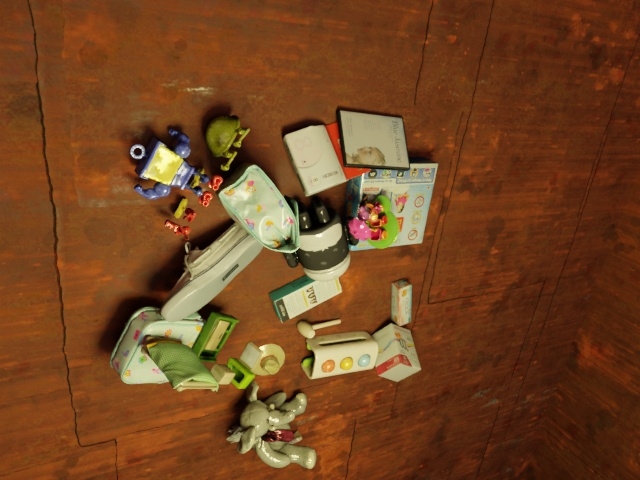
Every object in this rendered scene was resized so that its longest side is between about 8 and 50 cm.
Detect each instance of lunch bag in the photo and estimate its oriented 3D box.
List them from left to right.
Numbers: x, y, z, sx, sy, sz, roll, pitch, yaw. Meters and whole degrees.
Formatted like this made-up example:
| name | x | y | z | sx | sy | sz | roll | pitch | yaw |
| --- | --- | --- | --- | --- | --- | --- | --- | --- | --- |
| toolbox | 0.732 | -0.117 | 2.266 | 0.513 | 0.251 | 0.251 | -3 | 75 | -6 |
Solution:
| name | x | y | z | sx | sy | sz | roll | pitch | yaw |
| --- | --- | --- | --- | --- | --- | --- | --- | --- | --- |
| lunch bag | -0.467 | 0.309 | 1.461 | 0.279 | 0.107 | 0.224 | 18 | 99 | -56 |
| lunch bag | -0.160 | -0.085 | 1.370 | 0.160 | 0.223 | 0.262 | -43 | 106 | -4 |

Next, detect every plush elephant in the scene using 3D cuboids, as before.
| name | x | y | z | sx | sy | sz | roll | pitch | yaw |
| --- | --- | --- | --- | --- | --- | --- | --- | --- | --- |
| plush elephant | -0.183 | 0.648 | 1.721 | 0.329 | 0.272 | 0.255 | -2 | 143 | -3 |

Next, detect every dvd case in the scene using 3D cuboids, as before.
| name | x | y | z | sx | sy | sz | roll | pitch | yaw |
| --- | --- | --- | --- | --- | --- | --- | --- | --- | --- |
| dvd case | 0.171 | -0.313 | 1.536 | 0.252 | 0.022 | 0.181 | -2 | 79 | -30 |

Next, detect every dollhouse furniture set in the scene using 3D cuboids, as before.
| name | x | y | z | sx | sy | sz | roll | pitch | yaw |
| --- | --- | --- | --- | --- | --- | --- | --- | --- | --- |
| dollhouse furniture set | -0.320 | 0.306 | 1.375 | 0.151 | 0.197 | 0.301 | -60 | 148 | 1 |

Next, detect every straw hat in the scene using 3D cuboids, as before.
| name | x | y | z | sx | sy | sz | roll | pitch | yaw |
| --- | --- | --- | --- | --- | --- | --- | --- | --- | --- |
| straw hat | -0.181 | 0.449 | 1.753 | 0.144 | 0.061 | 0.145 | -12 | 119 | -23 |

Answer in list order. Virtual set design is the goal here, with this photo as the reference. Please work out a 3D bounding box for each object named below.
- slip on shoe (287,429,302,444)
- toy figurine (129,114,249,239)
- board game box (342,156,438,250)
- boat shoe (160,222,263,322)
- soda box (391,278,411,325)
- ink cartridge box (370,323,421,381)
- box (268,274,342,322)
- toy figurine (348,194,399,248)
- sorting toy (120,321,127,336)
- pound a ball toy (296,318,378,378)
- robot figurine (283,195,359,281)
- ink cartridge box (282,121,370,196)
| name | x | y | z | sx | sy | sz | roll | pitch | yaw |
| --- | --- | --- | --- | --- | --- | --- | --- | --- | --- |
| slip on shoe | -0.141 | 0.815 | 1.967 | 0.135 | 0.051 | 0.041 | -22 | 83 | -8 |
| toy figurine | -0.375 | -0.207 | 1.258 | 0.217 | 0.191 | 0.363 | 27 | 97 | -30 |
| board game box | 0.236 | -0.131 | 1.683 | 0.308 | 0.086 | 0.302 | -5 | 116 | -27 |
| boat shoe | -0.347 | 0.070 | 1.430 | 0.367 | 0.156 | 0.136 | -44 | 160 | -17 |
| soda box | 0.321 | 0.246 | 1.930 | 0.062 | 0.058 | 0.183 | -16 | 121 | -21 |
| ink cartridge box | 0.292 | 0.442 | 1.917 | 0.128 | 0.176 | 0.127 | 25 | 128 | -36 |
| box | -0.050 | 0.182 | 1.694 | 0.244 | 0.060 | 0.101 | -25 | 123 | -16 |
| toy figurine | 0.154 | -0.061 | 1.515 | 0.159 | 0.130 | 0.173 | 1 | 93 | -55 |
| sorting toy | -0.562 | 0.278 | 1.476 | 0.075 | 0.045 | 0.083 | 20 | 101 | -26 |
| pound a ball toy | 0.064 | 0.405 | 1.820 | 0.319 | 0.135 | 0.208 | -1 | 114 | -29 |
| robot figurine | -0.002 | 0.000 | 1.568 | 0.174 | 0.209 | 0.278 | -54 | 137 | -44 |
| ink cartridge box | 0.025 | -0.262 | 1.471 | 0.232 | 0.066 | 0.189 | -23 | 90 | -12 |
